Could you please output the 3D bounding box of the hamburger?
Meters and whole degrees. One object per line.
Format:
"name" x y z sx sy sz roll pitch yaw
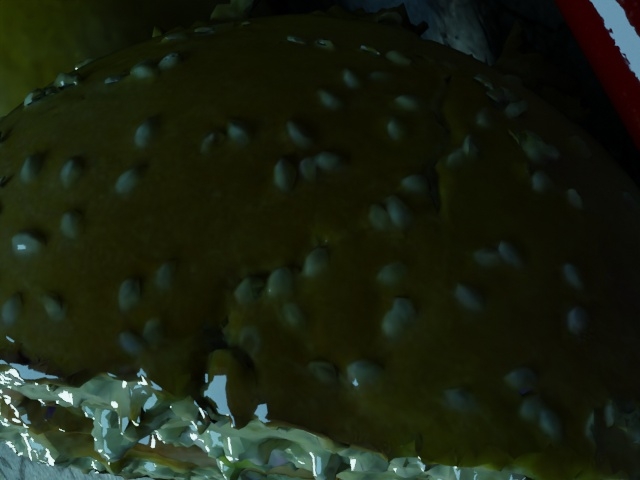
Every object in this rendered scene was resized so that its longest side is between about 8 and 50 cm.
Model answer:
"hamburger" 0.000 0.000 0.808 0.268 0.445 0.287 71 -153 -73

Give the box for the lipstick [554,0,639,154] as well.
"lipstick" 0.116 -0.171 0.728 0.280 0.073 0.073 62 155 6

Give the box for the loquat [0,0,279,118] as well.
"loquat" -0.147 -0.095 1.045 0.359 0.328 0.328 5 122 27
